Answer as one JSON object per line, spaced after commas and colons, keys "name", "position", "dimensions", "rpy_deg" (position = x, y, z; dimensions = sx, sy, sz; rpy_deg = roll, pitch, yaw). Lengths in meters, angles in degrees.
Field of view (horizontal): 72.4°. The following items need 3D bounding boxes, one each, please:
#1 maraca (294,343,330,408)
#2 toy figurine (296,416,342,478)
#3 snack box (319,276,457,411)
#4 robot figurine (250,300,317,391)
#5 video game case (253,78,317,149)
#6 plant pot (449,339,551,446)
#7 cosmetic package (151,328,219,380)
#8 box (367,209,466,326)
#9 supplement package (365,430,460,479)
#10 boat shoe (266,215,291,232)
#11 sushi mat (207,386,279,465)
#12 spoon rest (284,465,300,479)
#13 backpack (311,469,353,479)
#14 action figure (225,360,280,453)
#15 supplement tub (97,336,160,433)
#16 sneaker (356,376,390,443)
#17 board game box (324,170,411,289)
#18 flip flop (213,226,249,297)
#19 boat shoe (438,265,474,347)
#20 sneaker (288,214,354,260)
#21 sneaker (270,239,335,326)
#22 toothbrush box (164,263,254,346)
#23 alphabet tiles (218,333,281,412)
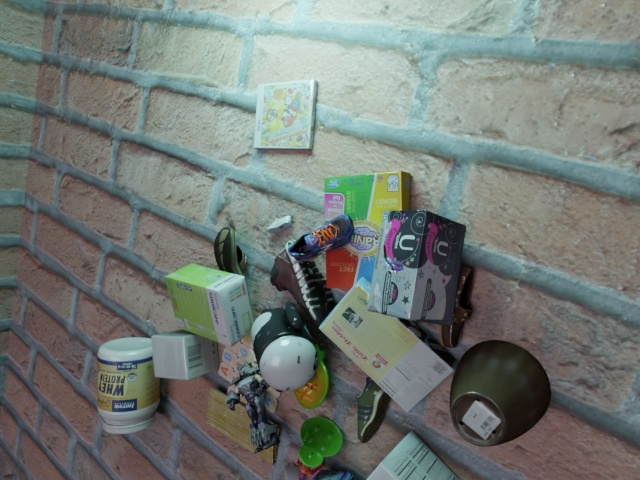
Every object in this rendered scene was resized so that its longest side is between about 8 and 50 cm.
{"name": "maraca", "position": [-0.027, 0.408, 1.315], "dimensions": [0.127, 0.099, 0.186], "rpy_deg": [-17, 58, 30]}
{"name": "toy figurine", "position": [-0.025, 0.644, 1.296], "dimensions": [0.130, 0.173, 0.159], "rpy_deg": [24, 119, 13]}
{"name": "snack box", "position": [0.170, 0.272, 1.154], "dimensions": [0.322, 0.060, 0.187], "rpy_deg": [42, 115, 10]}
{"name": "robot figurine", "position": [-0.107, 0.307, 1.279], "dimensions": [0.173, 0.209, 0.278], "rpy_deg": [-30, 29, -4]}
{"name": "video game case", "position": [-0.114, -0.393, 1.379], "dimensions": [0.226, 0.026, 0.207], "rpy_deg": [8, 97, 33]}
{"name": "plant pot", "position": [0.375, 0.352, 0.962], "dimensions": [0.215, 0.230, 0.216], "rpy_deg": [1, 92, 33]}
{"name": "cosmetic package", "position": [-0.489, 0.406, 1.583], "dimensions": [0.183, 0.151, 0.152], "rpy_deg": [-6, 88, 33]}
{"name": "box", "position": [0.229, 0.064, 1.040], "dimensions": [0.142, 0.163, 0.248], "rpy_deg": [2, 80, 52]}
{"name": "supplement package", "position": [0.236, 0.672, 1.086], "dimensions": [0.262, 0.198, 0.199], "rpy_deg": [42, 114, 25]}
{"name": "boat shoe", "position": [-0.133, -0.054, 1.404], "dimensions": [0.100, 0.035, 0.035], "rpy_deg": [-24, 52, 36]}
{"name": "sushi mat", "position": [-0.275, 0.637, 1.515], "dimensions": [0.316, 0.019, 0.152], "rpy_deg": [17, 107, 29]}
{"name": "spoon rest", "position": [-0.109, 0.861, 1.379], "dimensions": [0.137, 0.084, 0.277], "rpy_deg": [8, 96, -6]}
{"name": "backpack", "position": [0.069, 0.722, 1.231], "dimensions": [0.173, 0.158, 0.117], "rpy_deg": [-5, 75, 19]}
{"name": "action figure", "position": [-0.215, 0.523, 1.411], "dimensions": [0.185, 0.099, 0.285], "rpy_deg": [-39, 64, 32]}
{"name": "supplement tub", "position": [-0.749, 0.560, 1.716], "dimensions": [0.228, 0.228, 0.317], "rpy_deg": [4, 94, 33]}
{"name": "sneaker", "position": [0.134, 0.469, 1.234], "dimensions": [0.086, 0.064, 0.192], "rpy_deg": [40, 121, 45]}
{"name": "board game box", "position": [0.128, -0.021, 1.210], "dimensions": [0.242, 0.064, 0.317], "rpy_deg": [-1, 91, 34]}
{"name": "flip flop", "position": [-0.286, 0.086, 1.486], "dimensions": [0.112, 0.080, 0.277], "rpy_deg": [-1, 107, 44]}
{"name": "boat shoe", "position": [0.336, 0.165, 1.074], "dimensions": [0.073, 0.073, 0.207], "rpy_deg": [4, 94, 39]}
{"name": "sneaker", "position": [0.000, 0.000, 1.204], "dimensions": [0.221, 0.087, 0.083], "rpy_deg": [-34, 74, 30]}
{"name": "sneaker", "position": [-0.066, 0.151, 1.338], "dimensions": [0.162, 0.106, 0.282], "rpy_deg": [-38, 65, 38]}
{"name": "toothbrush box", "position": [-0.376, 0.212, 1.480], "dimensions": [0.283, 0.122, 0.207], "rpy_deg": [8, 115, 38]}
{"name": "alphabet tiles", "position": [-0.242, 0.452, 1.501], "dimensions": [0.277, 0.021, 0.285], "rpy_deg": [24, 105, 31]}
